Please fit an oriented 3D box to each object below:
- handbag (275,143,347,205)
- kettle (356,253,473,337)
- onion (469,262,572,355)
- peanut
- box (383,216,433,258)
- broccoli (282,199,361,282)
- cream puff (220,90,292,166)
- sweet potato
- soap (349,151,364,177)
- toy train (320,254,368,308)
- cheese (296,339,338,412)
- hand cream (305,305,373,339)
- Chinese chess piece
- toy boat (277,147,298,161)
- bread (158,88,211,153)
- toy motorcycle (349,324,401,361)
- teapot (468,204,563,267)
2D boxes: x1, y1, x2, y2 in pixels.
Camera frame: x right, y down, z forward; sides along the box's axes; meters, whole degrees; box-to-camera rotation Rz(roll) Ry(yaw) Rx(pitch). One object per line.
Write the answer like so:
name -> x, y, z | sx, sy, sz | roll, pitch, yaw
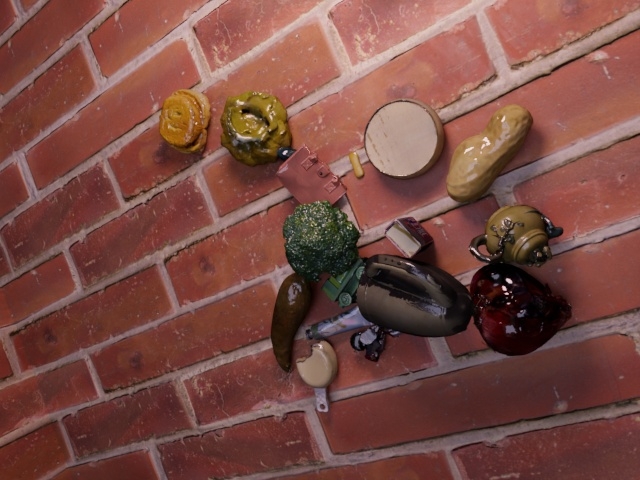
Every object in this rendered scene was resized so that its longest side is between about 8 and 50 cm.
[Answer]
handbag -> -0.030, -0.201, 1.664 | 0.157, 0.059, 0.212 | -39, 106, 22
kettle -> 0.275, 0.147, 1.434 | 0.324, 0.228, 0.321 | 12, 148, 48
onion -> 0.542, 0.189, 1.415 | 0.280, 0.221, 0.281 | -9, 58, 15
peanut -> 0.472, -0.250, 1.424 | 0.147, 0.147, 0.319 | 41, 115, 14
box -> 0.272, -0.013, 1.503 | 0.069, 0.224, 0.120 | -46, 80, 18
broccoli -> 0.000, 0.000, 1.628 | 0.261, 0.241, 0.269 | -41, 84, 15
cream puff -> -0.237, -0.387, 1.711 | 0.281, 0.185, 0.282 | 6, 103, 26
sweet potato -> -0.116, 0.289, 1.789 | 0.130, 0.130, 0.423 | 22, 113, 21
soap -> 0.120, -0.254, 1.656 | 0.034, 0.012, 0.089 | -19, 89, 26
toy train -> 0.100, 0.131, 1.685 | 0.132, 0.083, 0.200 | 40, 107, 24
cheese -> 0.009, 0.491, 1.784 | 0.163, 0.070, 0.249 | -28, 85, 27
hand cream -> 0.063, 0.293, 1.747 | 0.255, 0.055, 0.088 | -23, 92, 19
Chinese chess piece -> 0.256, -0.314, 1.535 | 0.249, 0.103, 0.250 | 4, 100, 24
toy boat -> -0.083, -0.283, 1.696 | 0.141, 0.060, 0.055 | 16, 109, -22
bread -> -0.510, -0.448, 1.863 | 0.198, 0.120, 0.236 | 17, 104, 24
toy motorcycle -> 0.202, 0.330, 1.664 | 0.213, 0.082, 0.122 | -37, 83, 22
teapot -> 0.551, 0.004, 1.380 | 0.183, 0.269, 0.173 | -125, 19, -45
